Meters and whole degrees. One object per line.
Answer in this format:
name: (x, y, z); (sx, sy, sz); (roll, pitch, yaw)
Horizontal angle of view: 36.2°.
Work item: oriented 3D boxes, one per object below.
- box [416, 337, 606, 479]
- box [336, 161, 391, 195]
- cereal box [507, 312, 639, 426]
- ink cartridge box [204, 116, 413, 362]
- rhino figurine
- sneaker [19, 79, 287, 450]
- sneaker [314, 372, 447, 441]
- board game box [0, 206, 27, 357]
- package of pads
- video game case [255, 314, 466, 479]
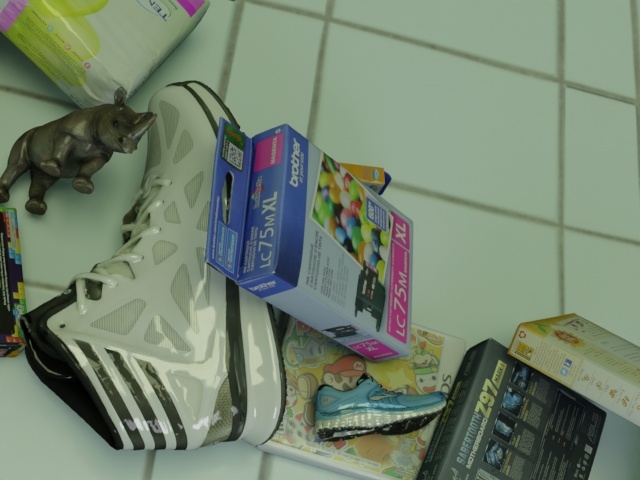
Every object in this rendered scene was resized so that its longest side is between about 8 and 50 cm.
box: (0.222, 0.258, 1.149); (0.183, 0.059, 0.232); (33, 58, -10)
box: (0.021, -0.069, 1.257); (0.136, 0.081, 0.028); (7, 63, -12)
cereal box: (0.363, 0.162, 1.155); (0.240, 0.047, 0.173); (30, 17, 33)
ink cartridge box: (0.000, 0.000, 1.100); (0.311, 0.065, 0.185); (32, 51, -42)
rhino figurine: (-0.275, -0.108, 1.121); (0.073, 0.243, 0.106); (44, 44, -35)
sneaker: (-0.202, 0.015, 1.082); (0.258, 0.169, 0.447); (-2, 67, -27)
sneaker: (0.070, 0.183, 1.126); (0.162, 0.063, 0.073); (-1, 62, -18)
board game box: (-0.399, 0.041, 1.070); (0.141, 0.048, 0.170); (7, 59, -39)
package of pads: (-0.306, -0.322, 1.212); (0.296, 0.101, 0.229); (44, 49, -16)
video game case: (0.054, 0.181, 1.173); (0.227, 0.026, 0.206); (18, 60, -7)
